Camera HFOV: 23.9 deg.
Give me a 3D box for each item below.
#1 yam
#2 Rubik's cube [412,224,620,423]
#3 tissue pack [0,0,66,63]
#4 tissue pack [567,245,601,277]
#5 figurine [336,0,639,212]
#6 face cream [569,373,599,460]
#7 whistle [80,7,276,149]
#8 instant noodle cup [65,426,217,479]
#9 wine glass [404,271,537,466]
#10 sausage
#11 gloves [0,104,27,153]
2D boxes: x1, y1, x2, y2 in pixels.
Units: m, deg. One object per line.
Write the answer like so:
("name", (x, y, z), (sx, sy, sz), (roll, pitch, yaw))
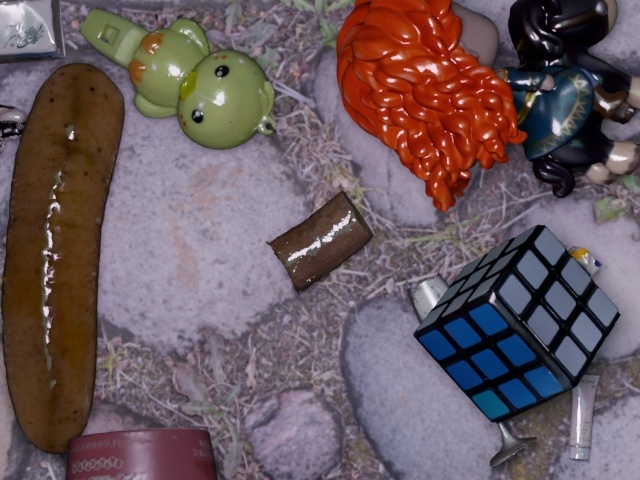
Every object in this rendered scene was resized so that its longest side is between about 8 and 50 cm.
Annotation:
("yam", (0.001, 0.002, 1.958), (0.127, 0.084, 0.084), (-35, 88, 1))
("Rubik's cube", (0.244, 0.105, 1.875), (0.160, 0.162, 0.163), (48, 47, -7))
("tissue pack", (-0.454, -0.309, 1.934), (0.229, 0.145, 0.159), (-4, 86, -1))
("tissue pack", (0.320, 0.048, 1.966), (0.042, 0.062, 0.083), (44, 88, -6))
("figurine", (0.229, -0.201, 1.913), (0.411, 0.241, 0.306), (-7, 96, -11))
("face cream", (0.342, 0.230, 1.979), (0.038, 0.020, 0.115), (5, 84, 0))
("whistle", (-0.185, -0.213, 1.939), (0.294, 0.141, 0.141), (28, 87, 2))
("instant noodle cup", (-0.222, 0.332, 1.874), (0.234, 0.235, 0.179), (-4, 77, -1))
("wine glass", (0.189, 0.160, 1.958), (0.074, 0.074, 0.262), (-28, 87, -2))
("sausage", (-0.337, 0.020, 1.923), (0.136, 0.123, 0.501), (10, 83, -44))
("gloves", (-0.488, -0.142, 1.951), (0.212, 0.111, 0.128), (-9, 81, -30))
